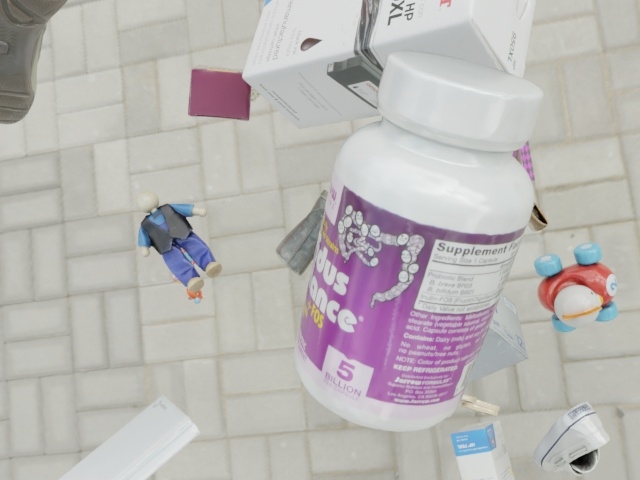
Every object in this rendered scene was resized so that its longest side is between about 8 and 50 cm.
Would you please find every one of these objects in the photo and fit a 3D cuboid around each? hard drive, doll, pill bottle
[{"bbox_3d":[-0.423,0.464,1.370,0.353,0.233,0.047,-38,107,-21],"label":"hard drive"},{"bbox_3d":[-0.237,-0.009,1.115,0.129,0.046,0.189,-40,74,-5],"label":"doll"},{"bbox_3d":[0.082,0.000,0.590,0.169,0.169,0.301,19,116,14],"label":"pill bottle"}]

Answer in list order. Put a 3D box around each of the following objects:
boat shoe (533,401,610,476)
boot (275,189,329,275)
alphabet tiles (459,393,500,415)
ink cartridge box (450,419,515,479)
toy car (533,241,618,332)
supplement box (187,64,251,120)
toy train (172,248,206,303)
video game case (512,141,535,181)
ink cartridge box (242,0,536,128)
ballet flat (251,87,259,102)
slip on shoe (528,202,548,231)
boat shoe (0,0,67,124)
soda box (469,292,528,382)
[{"bbox_3d":[0.466,0.385,1.244,0.096,0.267,0.088,-22,56,-16],"label":"boat shoe"},{"bbox_3d":[0.002,0.001,1.674,0.208,0.076,0.190,-51,55,7],"label":"boot"},{"bbox_3d":[0.133,0.230,1.084,0.284,0.278,0.021,17,79,-1],"label":"alphabet tiles"},{"bbox_3d":[0.348,0.498,1.398,0.078,0.134,0.230,-18,76,25],"label":"ink cartridge box"},{"bbox_3d":[0.700,0.157,1.811,0.211,0.238,0.219,-18,105,13],"label":"toy car"},{"bbox_3d":[-0.176,-0.267,1.214,0.104,0.188,0.080,4,106,-8],"label":"supplement box"},{"bbox_3d":[-0.393,0.105,2.006,0.046,0.125,0.166,-24,51,20],"label":"toy train"},{"bbox_3d":[0.346,-0.227,1.468,0.210,0.042,0.231,-3,100,51],"label":"video game case"},{"bbox_3d":[0.105,-0.353,1.031,0.395,0.166,0.285,-2,65,38],"label":"ink cartridge box"},{"bbox_3d":[-0.255,-0.419,1.877,0.091,0.241,0.077,36,118,38],"label":"ballet flat"},{"bbox_3d":[0.519,-0.086,1.692,0.052,0.041,0.135,-25,87,-30],"label":"slip on shoe"},{"bbox_3d":[-0.297,-0.255,0.619,0.355,0.133,0.130,-40,46,45],"label":"boat shoe"},{"bbox_3d":[0.134,0.067,0.823,0.098,0.286,0.091,-31,40,29],"label":"soda box"}]
